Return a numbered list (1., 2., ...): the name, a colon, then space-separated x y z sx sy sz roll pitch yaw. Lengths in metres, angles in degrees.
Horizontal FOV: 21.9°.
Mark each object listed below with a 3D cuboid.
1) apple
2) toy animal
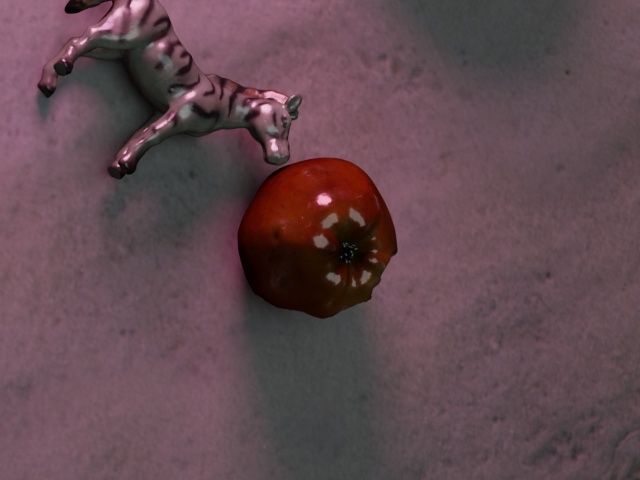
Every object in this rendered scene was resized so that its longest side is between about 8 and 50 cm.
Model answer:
1. apple: -0.001 -0.006 1.621 0.156 0.158 0.147 -28 98 -21
2. toy animal: -0.153 -0.131 1.597 0.255 0.090 0.170 38 67 -22
